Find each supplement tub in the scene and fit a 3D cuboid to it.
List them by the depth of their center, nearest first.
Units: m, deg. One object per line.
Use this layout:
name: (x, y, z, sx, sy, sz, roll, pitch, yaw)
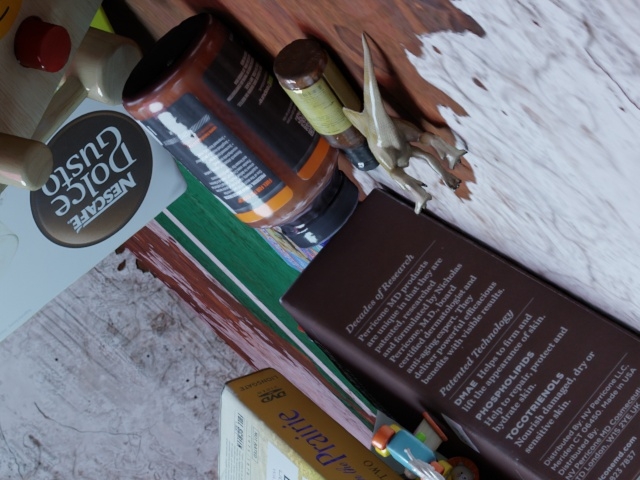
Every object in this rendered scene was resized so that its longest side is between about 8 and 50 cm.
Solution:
supplement tub: (-0.058, -0.081, 1.507, 0.198, 0.106, 0.106, 45, 170, -22)

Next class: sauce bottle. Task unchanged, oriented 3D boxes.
sauce bottle: (0.009, -0.094, 1.364, 0.042, 0.042, 0.128, 33, 166, 40)

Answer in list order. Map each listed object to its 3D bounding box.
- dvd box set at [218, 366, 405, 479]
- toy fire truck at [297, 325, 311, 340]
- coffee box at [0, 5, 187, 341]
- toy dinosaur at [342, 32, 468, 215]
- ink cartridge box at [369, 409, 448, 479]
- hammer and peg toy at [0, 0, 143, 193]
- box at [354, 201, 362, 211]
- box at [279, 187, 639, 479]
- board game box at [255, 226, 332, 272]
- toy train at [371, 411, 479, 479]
dvd box set: (0.054, 0.331, 1.515, 0.420, 0.062, 0.308, 37, 135, 43)
toy fire truck: (0.054, 0.093, 1.909, 0.135, 0.047, 0.192, 11, -168, -45)
coffee box: (-0.390, -0.119, 1.751, 0.338, 0.337, 0.334, 30, 153, 44)
toy dinosaur: (0.049, -0.068, 1.297, 0.092, 0.053, 0.183, 39, 171, 17)
ink cartridge box: (0.116, 0.238, 1.736, 0.114, 0.273, 0.198, 6, 158, 18)
hammer and peg toy: (-0.234, -0.153, 1.400, 0.127, 0.266, 0.361, 14, 158, 28)
box: (0.062, 0.001, 1.678, 0.083, 0.018, 0.067, 44, 170, -19)
box: (0.160, 0.122, 1.488, 0.381, 0.143, 0.191, 34, 169, 45)
board game box: (0.000, 0.000, 1.838, 0.210, 0.047, 0.160, 29, 167, 48)
toy train: (0.114, 0.185, 1.421, 0.166, 0.046, 0.125, 44, 169, -33)
